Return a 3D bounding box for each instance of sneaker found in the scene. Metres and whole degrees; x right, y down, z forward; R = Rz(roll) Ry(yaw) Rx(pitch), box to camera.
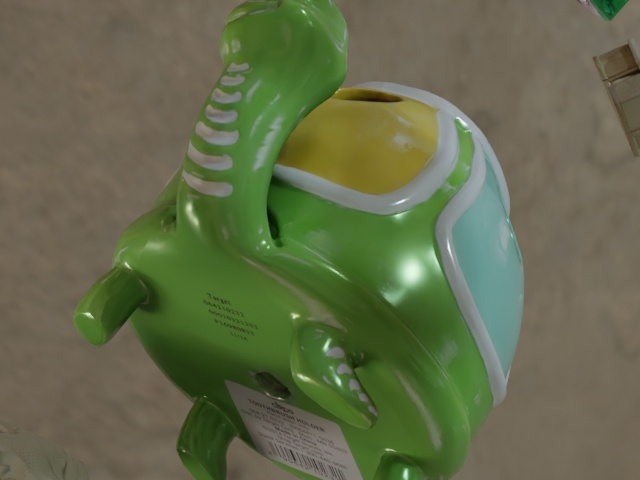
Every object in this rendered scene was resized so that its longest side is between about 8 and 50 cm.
[{"bbox_3d":[-0.188,0.161,1.209,0.080,0.212,0.094,-46,107,-1],"label":"sneaker"}]

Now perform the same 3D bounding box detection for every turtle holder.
[{"bbox_3d":[-0.008,0.005,1.201,0.320,0.243,0.227,48,61,-24],"label":"turtle holder"}]

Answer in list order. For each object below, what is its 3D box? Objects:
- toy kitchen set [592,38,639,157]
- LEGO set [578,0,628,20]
[{"bbox_3d":[0.230,-0.120,1.390,0.068,0.075,0.083,-23,57,8],"label":"toy kitchen set"},{"bbox_3d":[0.027,-0.225,0.460,0.255,0.331,0.192,-53,51,7],"label":"LEGO set"}]
